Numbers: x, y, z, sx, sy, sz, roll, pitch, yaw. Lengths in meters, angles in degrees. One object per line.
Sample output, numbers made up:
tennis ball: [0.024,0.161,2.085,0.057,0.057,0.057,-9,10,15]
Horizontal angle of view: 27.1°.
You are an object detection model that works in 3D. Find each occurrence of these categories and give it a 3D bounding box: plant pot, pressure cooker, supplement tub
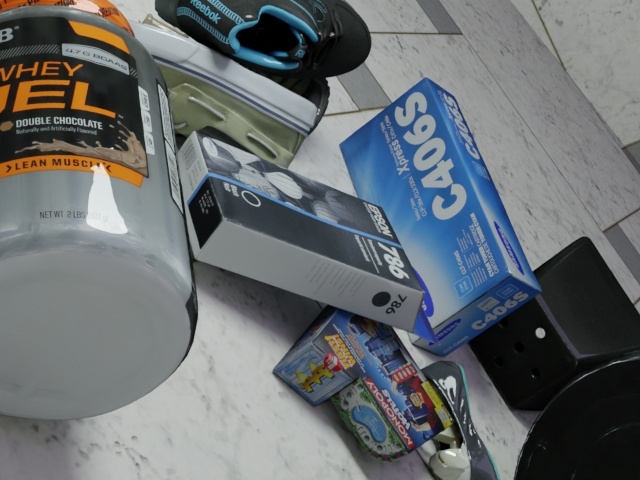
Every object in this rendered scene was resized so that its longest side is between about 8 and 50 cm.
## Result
plant pot: [0.312,0.128,1.823,0.167,0.187,0.188,-13,68,-52]
pressure cooker: [0.468,0.326,1.603,0.420,0.376,0.369,20,70,-51]
supplement tub: [-0.214,-0.044,1.056,0.207,0.207,0.338,33,30,-38]

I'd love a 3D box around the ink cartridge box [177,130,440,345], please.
ink cartridge box: [0.000,0.000,1.458,0.333,0.065,0.165,21,28,-33]

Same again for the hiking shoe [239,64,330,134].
hiking shoe: [-0.064,-0.222,1.752,0.114,0.086,0.226,15,37,-31]

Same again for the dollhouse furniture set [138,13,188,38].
dollhouse furniture set: [-0.165,-0.202,1.589,0.152,0.058,0.076,28,36,-8]

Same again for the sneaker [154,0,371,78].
sneaker: [-0.042,-0.236,1.572,0.341,0.125,0.140,4,31,-50]

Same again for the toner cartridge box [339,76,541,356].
toner cartridge box: [0.151,-0.036,1.757,0.075,0.165,0.347,26,35,-44]

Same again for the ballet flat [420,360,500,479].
ballet flat: [0.149,0.231,1.522,0.074,0.074,0.203,23,43,-48]

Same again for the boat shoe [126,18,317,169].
boat shoe: [-0.138,-0.162,1.486,0.302,0.094,0.109,22,-5,-28]

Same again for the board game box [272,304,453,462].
board game box: [0.038,0.149,1.428,0.194,0.060,0.194,57,25,10]
